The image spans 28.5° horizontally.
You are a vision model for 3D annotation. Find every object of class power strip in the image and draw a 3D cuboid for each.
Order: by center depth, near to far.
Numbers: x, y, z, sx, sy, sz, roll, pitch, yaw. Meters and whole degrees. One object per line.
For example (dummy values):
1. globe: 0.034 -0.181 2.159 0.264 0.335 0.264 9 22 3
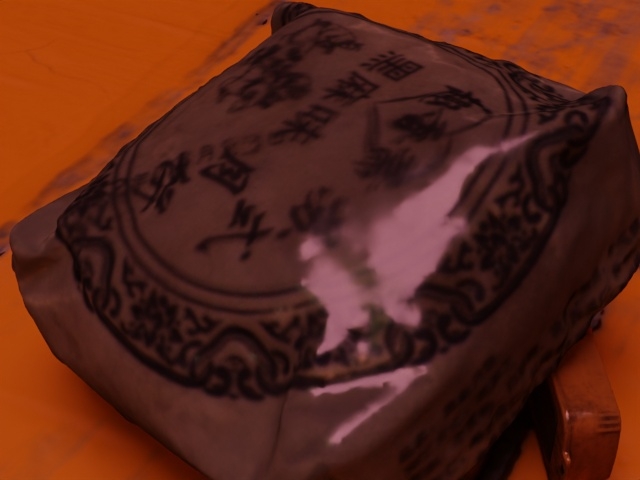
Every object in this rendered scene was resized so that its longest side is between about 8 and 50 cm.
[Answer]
1. power strip: 0.114 0.046 0.626 0.028 0.049 0.178 -3 40 -3

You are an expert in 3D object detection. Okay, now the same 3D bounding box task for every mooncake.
1. mooncake: -0.001 -0.004 0.594 0.250 0.136 0.254 26 60 39
